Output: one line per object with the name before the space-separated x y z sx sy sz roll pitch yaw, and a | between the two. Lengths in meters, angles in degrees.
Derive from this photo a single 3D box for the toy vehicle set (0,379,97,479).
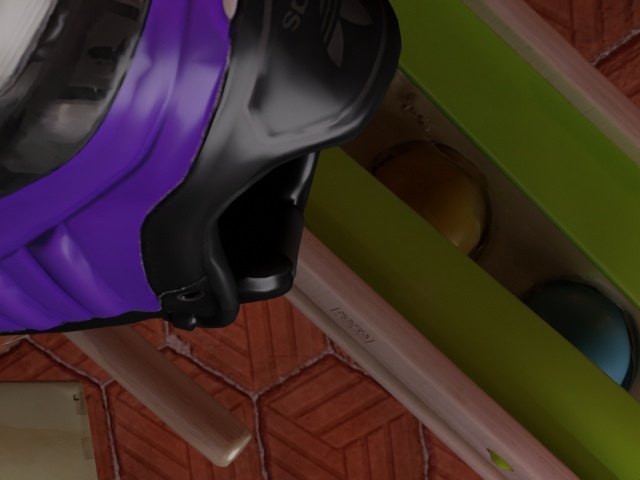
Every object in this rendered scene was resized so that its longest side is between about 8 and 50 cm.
toy vehicle set | -0.222 0.081 0.572 0.267 0.035 0.166 -12 172 25

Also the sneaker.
sneaker | -0.079 -0.008 0.537 0.146 0.102 0.293 16 153 -25

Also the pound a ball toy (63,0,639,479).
pound a ball toy | 0.000 0.000 0.712 0.208 0.319 0.136 -49 -178 -8
